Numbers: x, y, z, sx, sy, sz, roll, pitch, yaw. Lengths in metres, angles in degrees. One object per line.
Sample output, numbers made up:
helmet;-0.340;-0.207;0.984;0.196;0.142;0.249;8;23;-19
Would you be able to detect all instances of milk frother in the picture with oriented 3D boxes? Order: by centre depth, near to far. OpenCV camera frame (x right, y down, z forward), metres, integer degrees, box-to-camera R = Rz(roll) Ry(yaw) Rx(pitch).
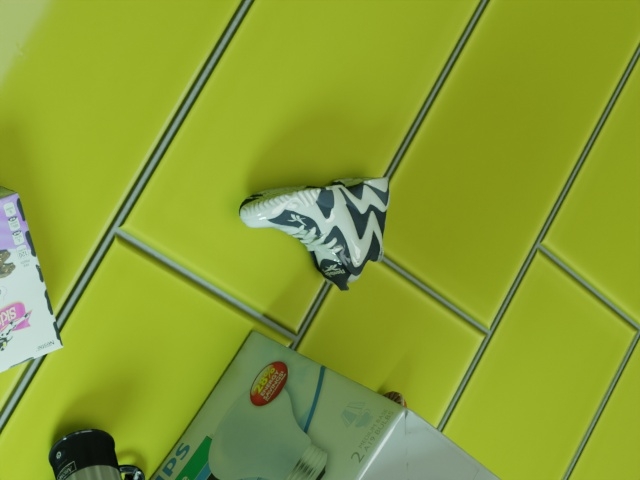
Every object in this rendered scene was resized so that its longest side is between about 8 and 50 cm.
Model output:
milk frother;-0.261;0.325;1.372;0.143;0.134;0.129;9;127;-33

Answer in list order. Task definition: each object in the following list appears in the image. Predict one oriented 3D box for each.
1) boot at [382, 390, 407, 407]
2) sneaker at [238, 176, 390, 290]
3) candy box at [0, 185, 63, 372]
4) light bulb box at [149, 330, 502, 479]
boot;0.101;0.302;1.671;0.085;0.059;0.157;17;99;-39
sneaker;0.000;0.000;1.503;0.235;0.094;0.153;-12;99;-43
candy box;-0.400;0.057;1.253;0.165;0.070;0.196;-23;113;-29
light bulb box;-0.027;0.350;1.401;0.225;0.361;0.358;42;76;-32
